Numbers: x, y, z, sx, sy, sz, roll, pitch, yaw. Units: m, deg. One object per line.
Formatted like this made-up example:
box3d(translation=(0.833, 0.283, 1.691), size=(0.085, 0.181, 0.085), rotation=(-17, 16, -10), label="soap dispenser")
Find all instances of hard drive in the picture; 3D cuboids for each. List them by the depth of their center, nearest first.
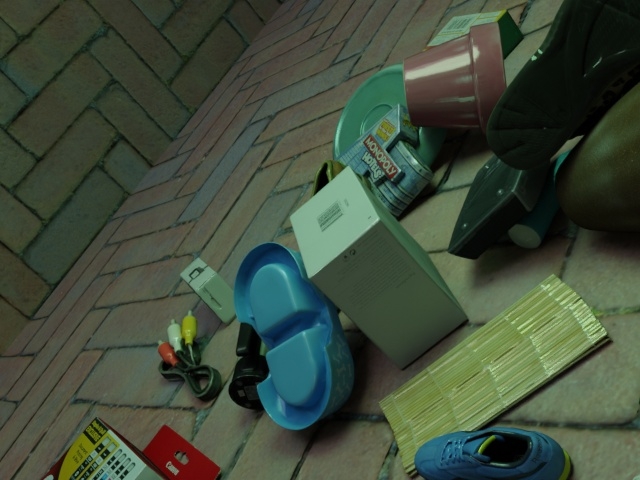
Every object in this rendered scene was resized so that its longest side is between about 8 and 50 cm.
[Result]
box3d(translation=(0.288, -0.083, 1.214), size=(0.172, 0.054, 0.254), rotation=(-49, 6, 39), label="hard drive")

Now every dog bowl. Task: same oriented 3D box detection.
box3d(translation=(-0.040, 0.145, 1.220), size=(0.166, 0.074, 0.297), rotation=(-35, 64, 37), label="dog bowl")

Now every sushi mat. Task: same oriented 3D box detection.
box3d(translation=(0.220, 0.176, 1.028), size=(0.316, 0.019, 0.151), rotation=(-38, 26, 11), label="sushi mat")

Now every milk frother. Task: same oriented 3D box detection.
box3d(translation=(-0.080, 0.208, 1.355), size=(0.143, 0.129, 0.134), rotation=(6, 36, 1), label="milk frother")

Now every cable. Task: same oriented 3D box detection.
box3d(translation=(-0.285, 0.254, 1.591), size=(0.139, 0.072, 0.287), rotation=(-48, 25, 3), label="cable")

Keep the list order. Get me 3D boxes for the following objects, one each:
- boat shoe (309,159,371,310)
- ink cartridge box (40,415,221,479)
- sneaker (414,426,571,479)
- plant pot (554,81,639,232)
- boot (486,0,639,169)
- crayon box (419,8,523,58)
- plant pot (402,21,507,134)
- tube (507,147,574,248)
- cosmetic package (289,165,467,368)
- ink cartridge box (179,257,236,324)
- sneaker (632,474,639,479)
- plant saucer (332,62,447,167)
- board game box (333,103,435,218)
box3d(translation=(0.000, 0.000, 1.439), size=(0.111, 0.104, 0.307), rotation=(-9, 62, 47), label="boat shoe")
box3d(translation=(-0.350, 0.429, 1.342), size=(0.272, 0.130, 0.309), rotation=(-51, 25, -18), label="ink cartridge box")
box3d(translation=(0.180, 0.244, 0.896), size=(0.209, 0.082, 0.069), rotation=(-14, 49, 46), label="sneaker")
box3d(translation=(0.417, -0.095, 0.981), size=(0.215, 0.215, 0.230), rotation=(-58, 14, -29), label="plant pot")
box3d(translation=(0.405, -0.266, 1.060), size=(0.284, 0.138, 0.377), rotation=(-22, -29, -57), label="boot")
box3d(translation=(0.276, -0.373, 1.741), size=(0.323, 0.083, 0.203), rotation=(-47, 25, -10), label="crayon box")
box3d(translation=(0.253, -0.289, 1.438), size=(0.180, 0.201, 0.201), rotation=(-7, 36, 15), label="plant pot")
box3d(translation=(0.356, -0.079, 1.198), size=(0.207, 0.052, 0.080), rotation=(-53, 16, -27), label="tube")
box3d(translation=(0.083, 0.038, 1.204), size=(0.138, 0.225, 0.224), rotation=(-41, 24, 10), label="cosmetic package")
box3d(translation=(-0.238, 0.110, 1.705), size=(0.063, 0.109, 0.150), rotation=(-44, 25, -10), label="ink cartridge box")
box3d(translation=(0.300, 0.262, 0.712), size=(0.232, 0.090, 0.115), rotation=(-19, 26, 25), label="sneaker")
box3d(translation=(0.132, -0.235, 1.623), size=(0.318, 0.044, 0.317), rotation=(-21, 60, 40), label="plant saucer")
box3d(translation=(0.131, -0.157, 1.512), size=(0.194, 0.060, 0.194), rotation=(-51, 44, 21), label="board game box")
